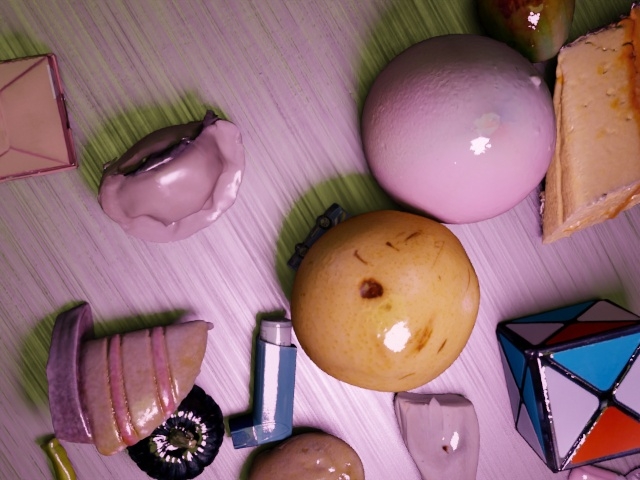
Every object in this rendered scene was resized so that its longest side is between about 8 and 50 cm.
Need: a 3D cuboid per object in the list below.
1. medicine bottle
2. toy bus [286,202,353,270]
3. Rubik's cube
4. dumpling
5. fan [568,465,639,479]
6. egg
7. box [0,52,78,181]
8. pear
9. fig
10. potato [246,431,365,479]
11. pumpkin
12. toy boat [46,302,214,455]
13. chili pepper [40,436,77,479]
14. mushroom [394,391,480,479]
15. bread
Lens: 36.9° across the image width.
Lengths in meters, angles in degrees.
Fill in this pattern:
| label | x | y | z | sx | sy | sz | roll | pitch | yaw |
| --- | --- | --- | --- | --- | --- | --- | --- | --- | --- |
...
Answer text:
| label | x | y | z | sx | sy | sz | roll | pitch | yaw |
| --- | --- | --- | --- | --- | --- | --- | --- | --- | --- |
| medicine bottle | -0.108 | 0.277 | 1.852 | 0.124 | 0.079 | 0.258 | 5 | 96 | -8 |
| toy bus | 0.000 | 0.000 | 1.849 | 0.061 | 0.051 | 0.153 | 36 | 91 | -16 |
| Rubik's cube | 0.501 | 0.273 | 1.852 | 0.250 | 0.248 | 0.246 | -13 | 98 | -5 |
| dumpling | -0.257 | -0.108 | 1.748 | 0.293 | 0.163 | 0.204 | -27 | 96 | -16 |
| fan | 0.633 | 0.520 | 1.992 | 0.244 | 0.074 | 0.130 | 20 | 105 | -5 |
| egg | 0.261 | -0.197 | 1.716 | 0.355 | 0.340 | 0.354 | -1 | 96 | -6 |
| box | -0.565 | -0.215 | 1.725 | 0.215 | 0.086 | 0.215 | -10 | 97 | -6 |
| pear | 0.116 | 0.107 | 1.734 | 0.348 | 0.348 | 0.348 | -1 | 97 | -8 |
| fig | 0.390 | -0.427 | 1.788 | 0.181 | 0.181 | 0.191 | -19 | 106 | -5 |
| potato | -0.030 | 0.463 | 1.852 | 0.235 | 0.160 | 0.177 | -7 | 74 | 7 |
| pumpkin | -0.277 | 0.359 | 1.811 | 0.194 | 0.150 | 0.194 | -2 | 81 | 12 |
| toy boat | -0.370 | 0.250 | 1.748 | 0.294 | 0.111 | 0.276 | 6 | 66 | 11 |
| chili pepper | -0.492 | 0.473 | 1.838 | 0.052 | 0.050 | 0.201 | -7 | 95 | 32 |
| mushroom | 0.245 | 0.459 | 1.918 | 0.159 | 0.122 | 0.328 | -3 | 98 | 29 |
| bread | 0.572 | -0.240 | 1.854 | 0.346 | 0.242 | 0.404 | -11 | 80 | -9 |
